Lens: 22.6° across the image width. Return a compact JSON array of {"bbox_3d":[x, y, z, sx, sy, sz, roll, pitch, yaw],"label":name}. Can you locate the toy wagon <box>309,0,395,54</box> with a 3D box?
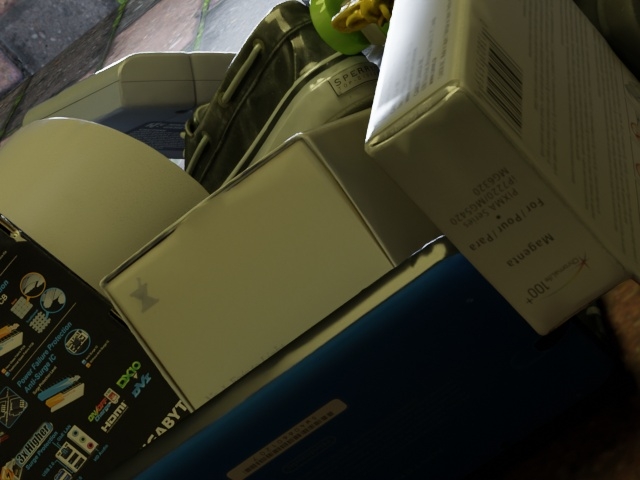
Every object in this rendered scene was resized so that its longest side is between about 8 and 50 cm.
[{"bbox_3d":[0.109,-0.214,1.095,0.267,0.068,0.344,-30,17,40],"label":"toy wagon"}]

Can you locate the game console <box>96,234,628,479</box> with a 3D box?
[{"bbox_3d":[0.008,0.084,0.925,0.293,0.250,0.173,-36,46,14],"label":"game console"}]

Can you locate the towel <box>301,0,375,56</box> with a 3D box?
[{"bbox_3d":[0.039,-0.282,1.562,0.121,0.235,0.283,-40,18,21],"label":"towel"}]

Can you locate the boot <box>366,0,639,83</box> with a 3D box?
[{"bbox_3d":[0.236,-0.199,1.182,0.367,0.146,0.445,-34,6,-20],"label":"boot"}]

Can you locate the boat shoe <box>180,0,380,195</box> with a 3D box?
[{"bbox_3d":[-0.054,-0.067,1.301,0.121,0.119,0.335,-18,-22,-40],"label":"boat shoe"}]

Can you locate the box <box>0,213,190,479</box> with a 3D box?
[{"bbox_3d":[-0.249,0.137,1.048,0.295,0.293,0.073,-52,-17,-7],"label":"box"}]

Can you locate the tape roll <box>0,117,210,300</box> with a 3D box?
[{"bbox_3d":[-0.194,0.049,1.249,0.246,0.246,0.169,-18,29,48],"label":"tape roll"}]

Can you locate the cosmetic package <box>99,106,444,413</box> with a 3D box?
[{"bbox_3d":[0.000,0.000,1.046,0.160,0.113,0.309,-35,0,19],"label":"cosmetic package"}]

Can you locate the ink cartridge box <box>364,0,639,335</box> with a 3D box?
[{"bbox_3d":[0.133,-0.039,0.837,0.060,0.239,0.275,-36,19,24],"label":"ink cartridge box"}]

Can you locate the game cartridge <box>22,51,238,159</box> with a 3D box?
[{"bbox_3d":[-0.090,-0.117,1.439,0.297,0.062,0.198,0,-14,-39],"label":"game cartridge"}]
